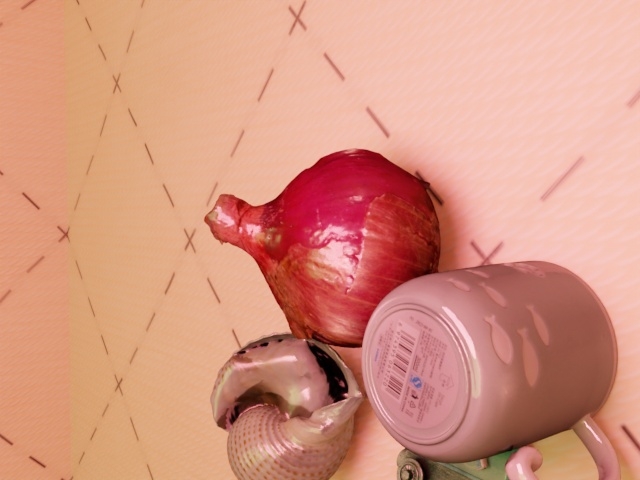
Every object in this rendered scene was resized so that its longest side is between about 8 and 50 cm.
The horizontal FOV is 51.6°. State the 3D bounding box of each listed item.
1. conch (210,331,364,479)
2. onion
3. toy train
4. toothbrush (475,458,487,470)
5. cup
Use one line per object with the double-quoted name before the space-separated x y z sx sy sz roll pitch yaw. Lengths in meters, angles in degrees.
"conch" -0.048 0.334 1.301 0.319 0.215 0.303 -29 72 13
"onion" 0.000 0.000 1.090 0.348 0.385 0.347 -166 90 -76
"toy train" 0.229 0.359 1.061 0.248 0.101 0.159 12 85 50
"toothbrush" 0.233 0.263 1.047 0.022 0.017 0.204 -38 40 31
"cup" 0.240 0.199 0.886 0.356 0.275 0.259 58 133 33
